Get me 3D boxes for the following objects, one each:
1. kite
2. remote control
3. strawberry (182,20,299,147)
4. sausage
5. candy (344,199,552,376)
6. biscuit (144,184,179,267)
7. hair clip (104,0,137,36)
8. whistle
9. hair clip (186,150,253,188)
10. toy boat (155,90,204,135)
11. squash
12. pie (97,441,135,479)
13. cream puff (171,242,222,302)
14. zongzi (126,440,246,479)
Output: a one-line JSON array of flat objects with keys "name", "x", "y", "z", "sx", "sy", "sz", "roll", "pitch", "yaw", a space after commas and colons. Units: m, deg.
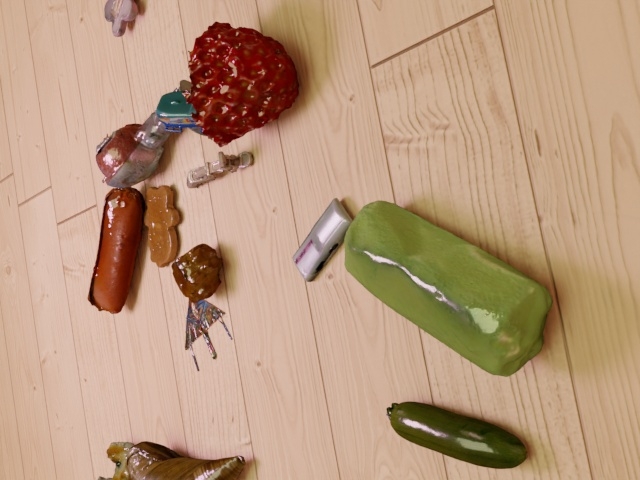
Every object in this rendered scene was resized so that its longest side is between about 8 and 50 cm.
[{"name": "kite", "x": -0.258, "y": 0.185, "z": 1.687, "sx": 0.183, "sy": 0.010, "sz": 0.160, "roll": -43, "pitch": 63, "yaw": 40}, {"name": "remote control", "x": 0.000, "y": 0.000, "z": 1.377, "sx": 0.065, "sy": 0.029, "sz": 0.166, "roll": 57, "pitch": 131, "yaw": 25}, {"name": "strawberry", "x": -0.124, "y": -0.288, "z": 1.411, "sx": 0.178, "sy": 0.234, "sz": 0.234, "roll": 1, "pitch": 95, "yaw": 17}, {"name": "sausage", "x": -0.478, "y": 0.023, "z": 1.847, "sx": 0.102, "sy": 0.102, "sz": 0.330, "roll": 37, "pitch": 120, "yaw": 39}, {"name": "candy", "x": 0.173, "y": 0.063, "z": 1.135, "sx": 0.343, "sy": 0.132, "sz": 0.142, "roll": 34, "pitch": 160, "yaw": 42}, {"name": "biscuit", "x": -0.354, "y": -0.035, "z": 1.758, "sx": 0.133, "sy": 0.027, "sz": 0.184, "roll": -18, "pitch": 82, "yaw": 47}, {"name": "hair clip", "x": -0.439, "y": -0.592, "z": 1.770, "sx": 0.146, "sy": 0.075, "sz": 0.257, "roll": 50, "pitch": 134, "yaw": 35}, {"name": "whistle", "x": -0.385, "y": -0.224, "z": 1.708, "sx": 0.346, "sy": 0.142, "sz": 0.133, "roll": -38, "pitch": 92, "yaw": 34}, {"name": "hair clip", "x": -0.230, "y": -0.140, "z": 1.582, "sx": 0.226, "sy": 0.072, "sz": 0.034, "roll": -15, "pitch": 80, "yaw": 48}, {"name": "toy boat", "x": -0.232, "y": -0.242, "z": 1.568, "sx": 0.175, "sy": 0.110, "sz": 0.091, "roll": 4, "pitch": 58, "yaw": 16}, {"name": "squash", "x": 0.189, "y": 0.288, "z": 1.171, "sx": 0.258, "sy": 0.069, "sz": 0.069, "roll": 6, "pitch": 98, "yaw": 46}, {"name": "pie", "x": -0.455, "y": 0.641, "z": 1.903, "sx": 0.302, "sy": 0.067, "sz": 0.302, "roll": 3, "pitch": 94, "yaw": 47}, {"name": "cream puff", "x": -0.250, "y": 0.064, "z": 1.613, "sx": 0.116, "sy": 0.094, "sz": 0.122, "roll": 32, "pitch": 139, "yaw": 45}, {"name": "zongzi", "x": -0.288, "y": 0.489, "z": 1.677, "sx": 0.286, "sy": 0.134, "sz": 0.288, "roll": 46, "pitch": 111, "yaw": 40}]
